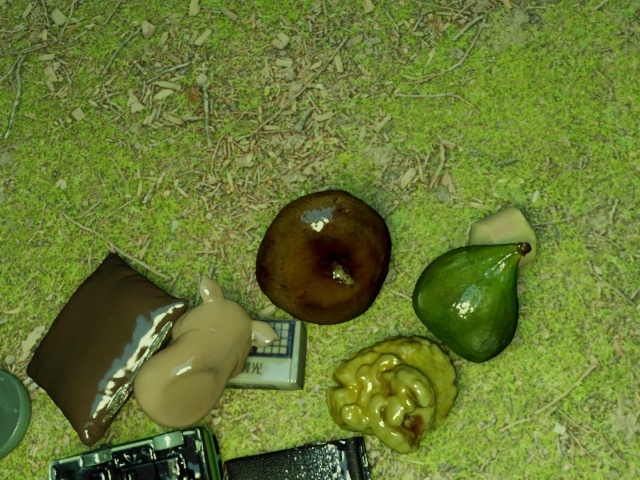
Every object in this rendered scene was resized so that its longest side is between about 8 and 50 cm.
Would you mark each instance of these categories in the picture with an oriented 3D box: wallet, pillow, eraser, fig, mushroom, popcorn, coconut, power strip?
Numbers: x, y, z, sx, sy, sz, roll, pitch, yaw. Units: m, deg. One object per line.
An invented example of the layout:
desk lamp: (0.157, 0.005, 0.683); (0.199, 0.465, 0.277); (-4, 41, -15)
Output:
wallet: (-0.033, 0.470, 1.284); (0.262, 0.071, 0.221); (-13, 72, 9)
pillow: (-0.416, 0.186, 1.404); (0.305, 0.108, 0.308); (26, 79, 44)
eraser: (-0.170, 0.215, 1.396); (0.279, 0.081, 0.124); (0, 68, 10)
fig: (0.281, 0.077, 1.272); (0.203, 0.203, 0.235); (47, 116, 23)
mushroom: (0.000, 0.031, 1.369); (0.267, 0.254, 0.267); (-2, 96, -17)
popcorn: (0.128, 0.254, 1.261); (0.226, 0.203, 0.200); (13, 80, -4)
coconut: (0.330, 0.007, 1.369); (0.122, 0.116, 0.116); (-24, 66, -6)
power strip: (-0.653, 0.321, 1.464); (0.137, 0.044, 0.216); (-39, 67, -7)

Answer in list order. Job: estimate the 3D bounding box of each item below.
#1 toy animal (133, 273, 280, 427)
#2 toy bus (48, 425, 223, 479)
toy animal: (-0.214, 0.205, 1.275); (0.166, 0.154, 0.250); (43, 74, -22)
toy bus: (-0.313, 0.413, 1.299); (0.276, 0.165, 0.134); (-13, 81, 6)
